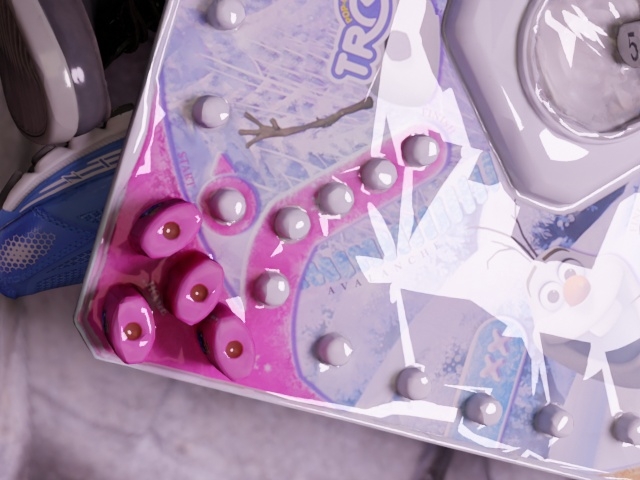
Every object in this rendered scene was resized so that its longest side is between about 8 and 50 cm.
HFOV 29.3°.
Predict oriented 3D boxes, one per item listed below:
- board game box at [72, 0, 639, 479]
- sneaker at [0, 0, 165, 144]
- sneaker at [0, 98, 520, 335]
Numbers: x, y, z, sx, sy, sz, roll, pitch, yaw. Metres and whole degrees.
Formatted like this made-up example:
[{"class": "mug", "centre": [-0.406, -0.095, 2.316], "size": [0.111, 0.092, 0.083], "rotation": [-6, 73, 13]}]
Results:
[{"class": "board game box", "centre": [0.129, -0.086, 0.560], "size": [0.390, 0.050, 0.390], "rotation": [17, 90, -18]}, {"class": "sneaker", "centre": [-0.095, -0.122, 0.567], "size": [0.118, 0.222, 0.083], "rotation": [-9, 126, -14]}, {"class": "sneaker", "centre": [0.000, 0.000, 0.605], "size": [0.330, 0.130, 0.147], "rotation": [-7, 83, -11]}]
